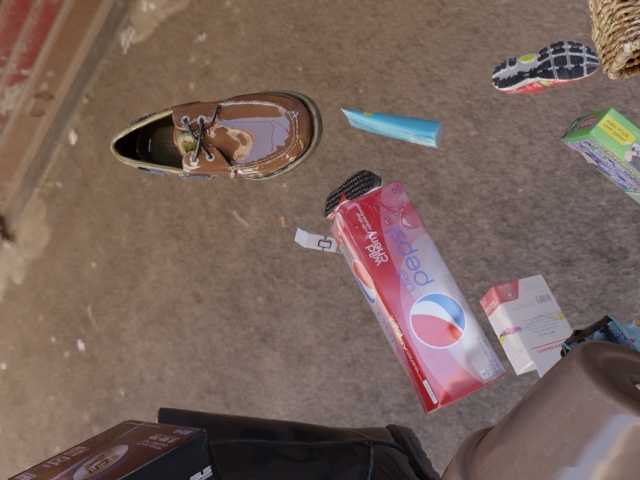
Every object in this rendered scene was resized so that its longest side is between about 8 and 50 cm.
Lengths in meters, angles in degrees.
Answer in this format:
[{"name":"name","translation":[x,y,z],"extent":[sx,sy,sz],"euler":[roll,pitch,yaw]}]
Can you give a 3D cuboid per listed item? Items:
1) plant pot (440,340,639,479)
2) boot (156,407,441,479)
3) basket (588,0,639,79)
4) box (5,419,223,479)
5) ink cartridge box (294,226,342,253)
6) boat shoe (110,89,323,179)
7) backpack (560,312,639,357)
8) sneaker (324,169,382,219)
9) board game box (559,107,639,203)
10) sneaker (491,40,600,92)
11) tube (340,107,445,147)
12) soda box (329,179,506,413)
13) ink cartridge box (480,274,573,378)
[{"name":"plant pot","translation":[0.283,0.237,0.769],"extent":[0.263,0.263,0.229],"euler":[38,121,36]},{"name":"boot","translation":[-0.022,0.396,1.104],"extent":[0.367,0.445,0.146],"euler":[-135,58,-65]},{"name":"basket","translation":[0.634,-0.366,1.249],"extent":[0.299,0.213,0.223],"euler":[-15,53,12]},{"name":"box","translation":[-0.207,0.250,0.734],"extent":[0.180,0.147,0.077],"euler":[-11,98,50]},{"name":"ink cartridge box","translation":[0.000,0.000,1.367],"extent":[0.048,0.083,0.028],"euler":[31,107,60]},{"name":"boat shoe","translation":[-0.141,-0.122,0.927],"extent":[0.307,0.104,0.110],"euler":[-5,97,38]},{"name":"backpack","translation":[0.426,0.203,0.966],"extent":[0.144,0.166,0.188],"euler":[-27,46,10]},{"name":"sneaker","translation":[0.074,-0.071,1.274],"extent":[0.161,0.075,0.057],"euler":[-32,45,52]},{"name":"board game box","translation":[0.488,-0.062,1.018],"extent":[0.317,0.213,0.046],"euler":[40,99,2]},{"name":"sneaker","translation":[0.595,-0.445,1.921],"extent":[0.279,0.118,0.107],"euler":[-2,81,35]},{"name":"tube","translation":[0.144,-0.229,1.469],"extent":[0.207,0.080,0.052],"euler":[15,74,24]},{"name":"soda box","translation":[0.111,0.066,0.877],"extent":[0.263,0.092,0.083],"euler":[63,168,16]},{"name":"ink cartridge box","translation":[0.393,0.171,1.345],"extent":[0.067,0.115,0.198],"euler":[113,141,-55]}]
